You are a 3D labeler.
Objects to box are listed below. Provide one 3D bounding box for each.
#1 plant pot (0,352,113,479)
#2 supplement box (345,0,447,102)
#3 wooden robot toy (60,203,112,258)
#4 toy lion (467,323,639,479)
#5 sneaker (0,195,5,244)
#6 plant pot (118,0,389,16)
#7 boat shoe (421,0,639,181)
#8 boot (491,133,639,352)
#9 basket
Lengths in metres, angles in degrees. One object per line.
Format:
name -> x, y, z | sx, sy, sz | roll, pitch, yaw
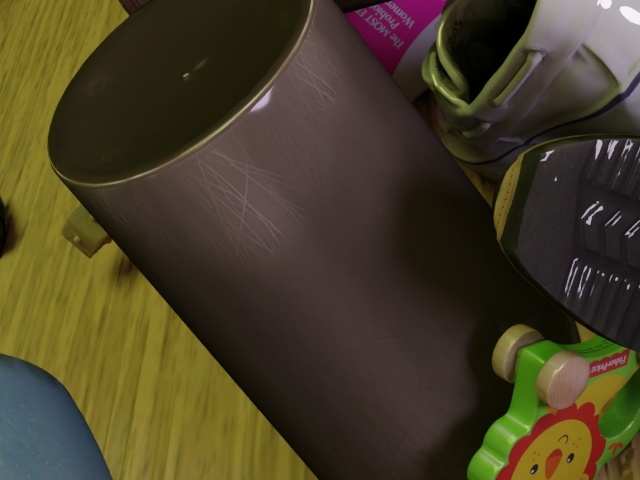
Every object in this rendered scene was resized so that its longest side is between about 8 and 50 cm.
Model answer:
plant pot -> -0.176, 0.211, 0.430 | 0.290, 0.290, 0.195 | -40, 64, -1
supplement box -> 0.073, -0.195, 0.689 | 0.220, 0.111, 0.114 | -39, 36, 26
wooden robot toy -> -0.129, -0.050, 0.806 | 0.079, 0.076, 0.173 | -48, 18, 55
toy lion -> 0.102, 0.078, 0.463 | 0.100, 0.096, 0.034 | -13, 28, -35
sneaker -> -0.312, 0.016, 0.875 | 0.152, 0.058, 0.084 | -36, 29, -6
plant pot -> -0.003, -0.181, 0.553 | 0.165, 0.167, 0.167 | -2, 51, 36
boat shoe -> 0.094, -0.091, 0.540 | 0.258, 0.084, 0.095 | 158, 134, -77
boot -> 0.117, -0.008, 0.463 | 0.137, 0.198, 0.076 | 29, 102, 55
basket -> 0.000, 0.000, 0.500 | 0.154, 0.227, 0.204 | -33, 39, 8
